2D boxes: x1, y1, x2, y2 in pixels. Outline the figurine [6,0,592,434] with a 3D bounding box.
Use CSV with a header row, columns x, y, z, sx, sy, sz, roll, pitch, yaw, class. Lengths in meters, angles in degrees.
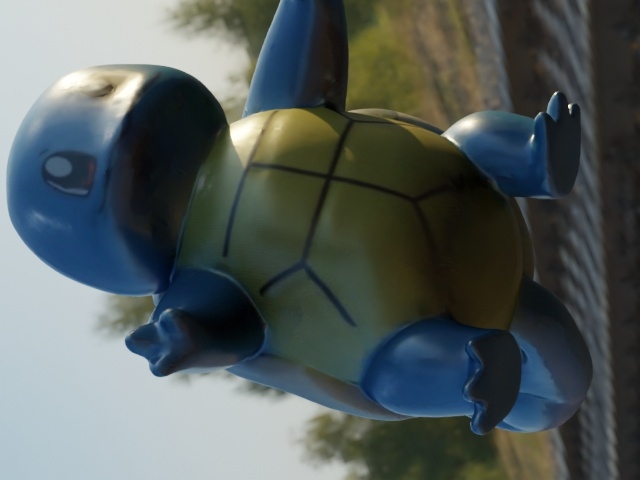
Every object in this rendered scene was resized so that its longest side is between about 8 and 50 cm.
x,y,z,sx,sy,sz,roll,pitch,yaw,class
0.021,-0.005,0.998,0.243,0.416,0.298,-32,36,65,figurine
